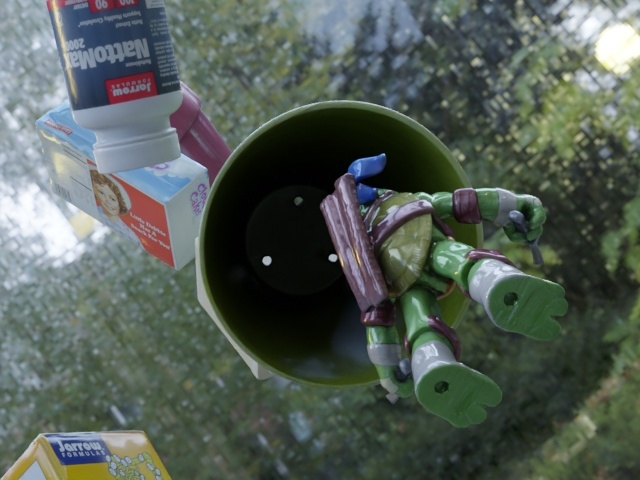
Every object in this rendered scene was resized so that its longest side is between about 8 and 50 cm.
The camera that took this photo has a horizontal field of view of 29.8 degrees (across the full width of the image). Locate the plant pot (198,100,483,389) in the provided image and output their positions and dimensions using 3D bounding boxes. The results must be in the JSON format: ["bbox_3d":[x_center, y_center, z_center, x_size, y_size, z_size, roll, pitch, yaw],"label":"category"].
[{"bbox_3d":[0.000,0.000,1.282,0.275,0.275,0.293,-37,7,-6],"label":"plant pot"}]

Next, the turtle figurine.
[{"bbox_3d":[0.132,0.056,1.054,0.198,0.274,0.266,-23,25,-2],"label":"turtle figurine"}]

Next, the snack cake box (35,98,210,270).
[{"bbox_3d":[-0.282,-0.087,1.753,0.089,0.264,0.152,-44,-28,-31],"label":"snack cake box"}]

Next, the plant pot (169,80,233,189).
[{"bbox_3d":[-0.234,-0.134,1.972,0.201,0.180,0.201,-41,21,20],"label":"plant pot"}]

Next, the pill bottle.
[{"bbox_3d":[-0.188,-0.159,1.137,0.108,0.180,0.108,-11,10,2],"label":"pill bottle"}]

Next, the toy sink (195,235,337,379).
[{"bbox_3d":[-0.045,0.084,1.591,0.153,0.234,0.131,-22,-44,-25],"label":"toy sink"}]

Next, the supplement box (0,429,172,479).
[{"bbox_3d":[-0.255,0.431,1.469,0.194,0.356,0.195,-45,-28,20],"label":"supplement box"}]
